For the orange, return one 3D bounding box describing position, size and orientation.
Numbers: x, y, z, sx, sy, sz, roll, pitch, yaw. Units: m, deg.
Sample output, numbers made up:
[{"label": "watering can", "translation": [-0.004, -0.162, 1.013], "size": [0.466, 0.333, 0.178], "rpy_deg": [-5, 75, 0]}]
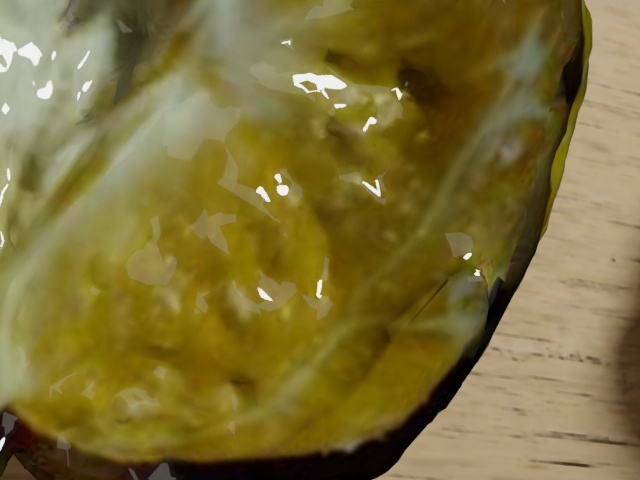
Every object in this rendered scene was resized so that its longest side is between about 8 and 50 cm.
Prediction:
[{"label": "orange", "translation": [-0.084, -0.070, 0.501], "size": [0.368, 0.210, 0.271], "rpy_deg": [25, 106, -25]}]
